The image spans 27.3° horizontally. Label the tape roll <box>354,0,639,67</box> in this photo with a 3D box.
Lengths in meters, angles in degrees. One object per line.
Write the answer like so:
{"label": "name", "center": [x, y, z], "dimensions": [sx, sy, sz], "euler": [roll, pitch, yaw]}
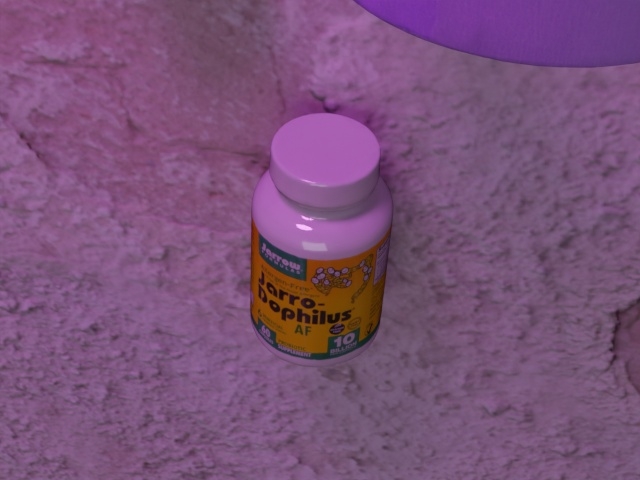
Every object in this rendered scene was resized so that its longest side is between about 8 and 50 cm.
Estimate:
{"label": "tape roll", "center": [0.127, -0.215, 0.740], "dimensions": [0.274, 0.275, 0.090], "euler": [9, 135, 6]}

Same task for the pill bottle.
{"label": "pill bottle", "center": [0.000, 0.000, 1.104], "dimensions": [0.117, 0.117, 0.208], "euler": [10, 136, 5]}
